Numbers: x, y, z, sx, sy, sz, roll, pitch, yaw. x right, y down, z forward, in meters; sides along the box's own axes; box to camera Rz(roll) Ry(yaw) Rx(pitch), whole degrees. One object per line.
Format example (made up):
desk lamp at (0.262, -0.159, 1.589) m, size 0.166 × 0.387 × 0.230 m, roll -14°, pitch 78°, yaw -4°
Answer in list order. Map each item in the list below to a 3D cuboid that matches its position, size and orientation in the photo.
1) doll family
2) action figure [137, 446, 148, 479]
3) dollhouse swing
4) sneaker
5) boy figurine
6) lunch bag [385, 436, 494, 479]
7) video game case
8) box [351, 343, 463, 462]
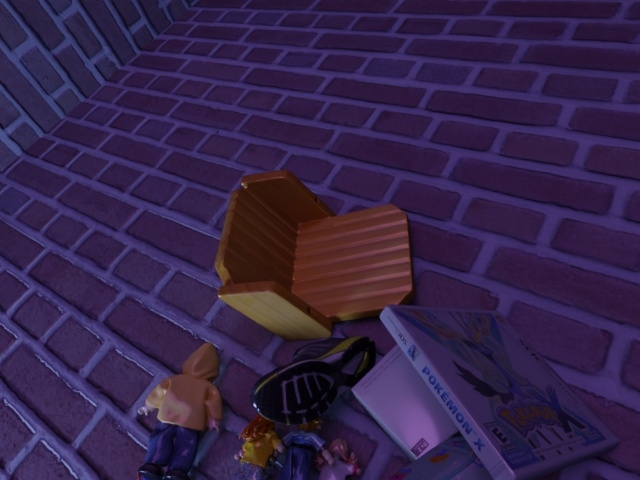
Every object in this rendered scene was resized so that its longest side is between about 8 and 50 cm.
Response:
doll family at (-0.063, 0.387, 0.863) m, size 0.262 × 0.118 × 0.163 m, roll -3°, pitch 49°, yaw 25°
action figure at (-0.351, 0.480, 0.974) m, size 0.038 × 0.030 × 0.115 m, roll -9°, pitch 52°, yaw 8°
dollhouse swing at (0.000, 0.000, 1.067) m, size 0.304 × 0.315 × 0.347 m, roll -23°, pitch 44°, yaw 30°
sneaker at (-0.021, 0.257, 0.911) m, size 0.121 × 0.299 × 0.111 m, roll -5°, pitch 92°, yaw 42°
boy figurine at (-0.287, 0.350, 1.004) m, size 0.177 × 0.092 × 0.285 m, roll 7°, pitch 52°, yaw 3°
lunch bag at (0.174, 0.431, 0.663) m, size 0.279 × 0.108 × 0.224 m, roll -23°, pitch 87°, yaw -26°
video game case at (0.290, 0.223, 0.774) m, size 0.036 × 0.328 × 0.300 m, roll -60°, pitch 43°, yaw 25°
box at (0.188, 0.287, 0.860) m, size 0.181 × 0.119 × 0.182 m, roll -40°, pitch 50°, yaw -13°
